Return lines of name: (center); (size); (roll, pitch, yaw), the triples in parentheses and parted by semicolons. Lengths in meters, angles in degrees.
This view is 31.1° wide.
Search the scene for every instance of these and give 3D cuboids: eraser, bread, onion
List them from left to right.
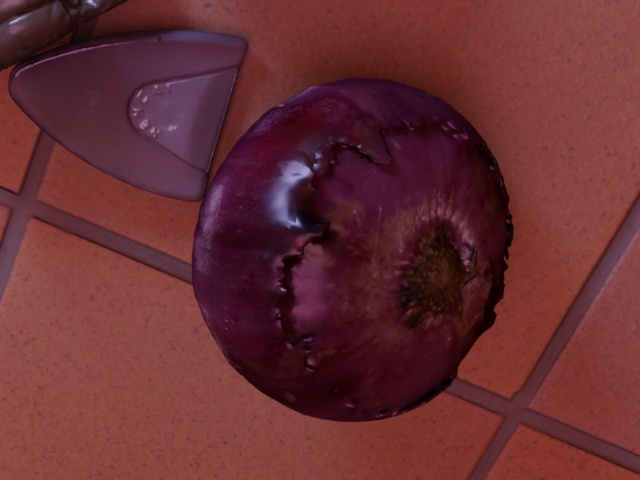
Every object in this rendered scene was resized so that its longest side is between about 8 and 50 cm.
bread: (-0.336, -0.232, 1.205); (0.337, 0.183, 0.102); (-20, 114, 17)
eraser: (-0.220, -0.158, 1.271); (0.243, 0.059, 0.204); (11, 118, -19)
onion: (0.023, -0.005, 1.214); (0.345, 0.358, 0.358); (42, 120, 33)
